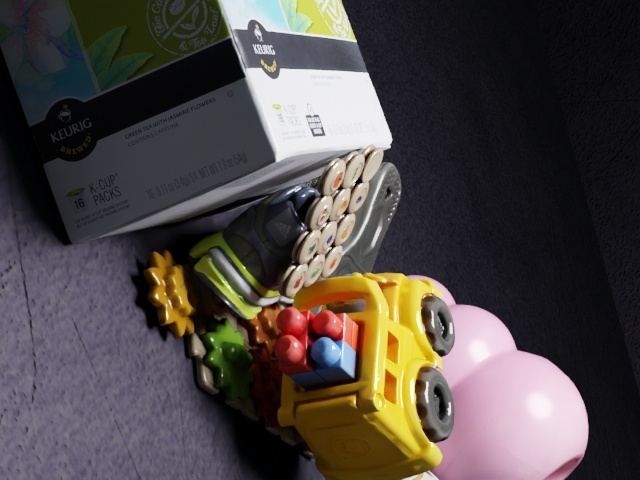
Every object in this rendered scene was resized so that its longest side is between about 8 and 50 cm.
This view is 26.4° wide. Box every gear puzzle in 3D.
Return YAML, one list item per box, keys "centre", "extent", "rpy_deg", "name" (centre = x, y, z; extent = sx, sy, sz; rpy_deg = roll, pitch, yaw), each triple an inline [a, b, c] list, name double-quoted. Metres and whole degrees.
- centre: [-0.076, 0.092, 1.386]
  extent: [0.339, 0.044, 0.175]
  rpy_deg: [42, 33, -51]
  name: "gear puzzle"

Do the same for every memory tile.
- centre: [0.011, -0.018, 1.297]
  extent: [0.012, 0.148, 0.113]
  rpy_deg: [29, 24, 19]
  name: "memory tile"

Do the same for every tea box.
- centre: [-0.124, -0.194, 1.289]
  extent: [0.323, 0.220, 0.329]
  rpy_deg: [69, 20, 1]
  name: "tea box"

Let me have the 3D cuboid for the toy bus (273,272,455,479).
- centre: [0.028, 0.107, 1.372]
  extent: [0.211, 0.150, 0.220]
  rpy_deg: [47, 39, -44]
  name: "toy bus"

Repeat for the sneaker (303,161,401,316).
- centre: [0.000, 0.000, 1.636]
  extent: [0.087, 0.130, 0.227]
  rpy_deg: [52, 53, -49]
  name: "sneaker"

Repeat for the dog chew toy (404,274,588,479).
- centre: [0.174, 0.176, 1.692]
  extent: [0.332, 0.206, 0.207]
  rpy_deg: [49, 12, 23]
  name: "dog chew toy"

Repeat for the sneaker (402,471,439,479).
- centre: [0.096, 0.278, 1.537]
  extent: [0.106, 0.123, 0.290]
  rpy_deg: [55, 23, -30]
  name: "sneaker"

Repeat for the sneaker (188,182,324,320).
- centre: [-0.029, 0.000, 1.405]
  extent: [0.111, 0.121, 0.300]
  rpy_deg: [52, 14, -1]
  name: "sneaker"
